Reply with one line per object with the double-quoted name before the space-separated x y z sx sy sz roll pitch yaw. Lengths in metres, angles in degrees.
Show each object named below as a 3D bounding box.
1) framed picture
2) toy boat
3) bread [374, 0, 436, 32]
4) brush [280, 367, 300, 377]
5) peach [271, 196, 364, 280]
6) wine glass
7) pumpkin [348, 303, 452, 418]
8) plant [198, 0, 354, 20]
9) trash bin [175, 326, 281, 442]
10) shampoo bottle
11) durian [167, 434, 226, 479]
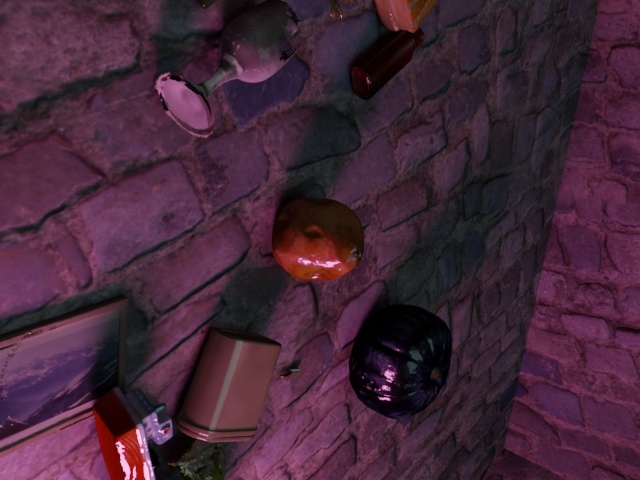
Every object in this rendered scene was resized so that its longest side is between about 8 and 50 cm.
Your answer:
"framed picture" -0.504 0.258 1.350 0.335 0.022 0.247 -18 122 -50
"toy boat" -0.375 0.440 1.514 0.133 0.145 0.332 -25 138 -31
"bread" 0.224 -0.683 1.772 0.246 0.111 0.239 -56 146 -18
"brush" -0.085 0.367 2.015 0.083 0.018 0.021 -1 99 -55
"peach" 0.000 0.000 1.736 0.214 0.235 0.214 -16 112 -48
"wine glass" -0.165 -0.343 1.391 0.321 0.143 0.143 -50 143 -28
"pumpkin" 0.252 0.378 2.285 0.363 0.266 0.363 -28 129 -40
"plant" -0.077 -0.546 1.301 0.297 0.306 0.261 -13 150 -18
"trash bin" -0.214 0.344 1.732 0.243 0.121 0.247 20 88 -57
"shampoo bottle" 0.177 -0.472 1.869 0.260 0.064 0.102 -46 137 -31
"durian" -0.299 0.529 1.705 0.208 0.102 0.146 24 45 -64
